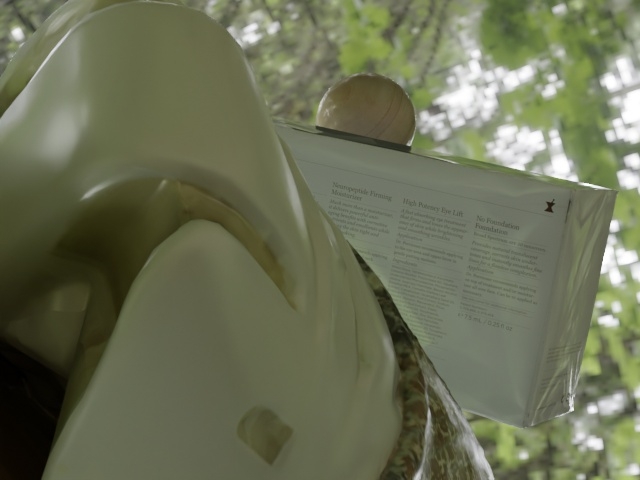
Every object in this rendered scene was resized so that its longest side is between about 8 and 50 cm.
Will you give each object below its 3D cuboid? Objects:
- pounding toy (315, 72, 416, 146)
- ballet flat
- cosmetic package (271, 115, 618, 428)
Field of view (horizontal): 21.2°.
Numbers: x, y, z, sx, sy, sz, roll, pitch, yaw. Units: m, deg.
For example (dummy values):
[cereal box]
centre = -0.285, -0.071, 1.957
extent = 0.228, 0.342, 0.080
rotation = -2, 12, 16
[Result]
[pounding toy]
centre = -0.026, 0.019, 0.953
extent = 0.110, 0.237, 0.183
rotation = 24, -119, 15
[ballet flat]
centre = -0.124, 0.009, 0.337
extent = 0.483, 0.182, 0.164
rotation = 12, -141, -27
[cosmetic package]
centre = 0.000, 0.000, 0.735
extent = 0.060, 0.239, 0.098
rotation = -6, -71, -61
